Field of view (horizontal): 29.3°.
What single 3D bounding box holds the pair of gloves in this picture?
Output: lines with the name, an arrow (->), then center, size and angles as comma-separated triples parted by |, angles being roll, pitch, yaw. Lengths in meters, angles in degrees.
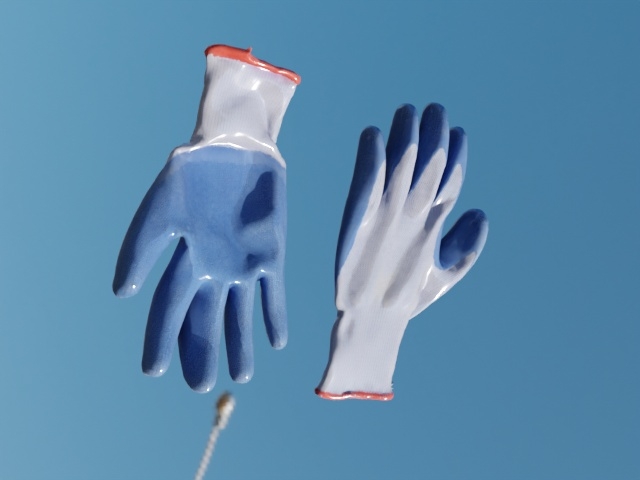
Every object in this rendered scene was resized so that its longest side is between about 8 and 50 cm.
pair of gloves -> 0.000, 0.000, 0.586 | 0.023, 0.198, 0.159 | 19, -85, 57
